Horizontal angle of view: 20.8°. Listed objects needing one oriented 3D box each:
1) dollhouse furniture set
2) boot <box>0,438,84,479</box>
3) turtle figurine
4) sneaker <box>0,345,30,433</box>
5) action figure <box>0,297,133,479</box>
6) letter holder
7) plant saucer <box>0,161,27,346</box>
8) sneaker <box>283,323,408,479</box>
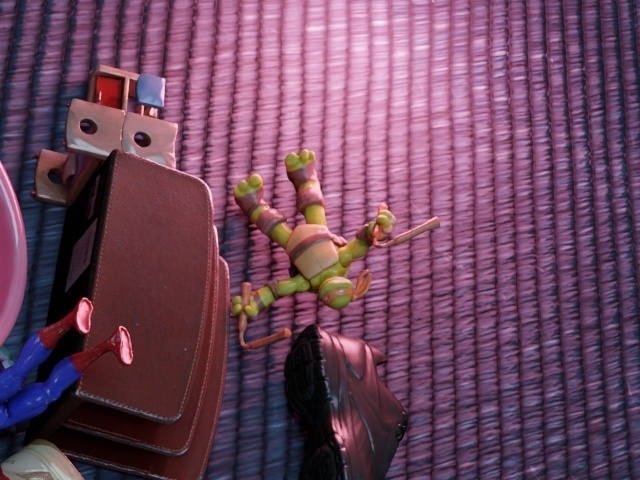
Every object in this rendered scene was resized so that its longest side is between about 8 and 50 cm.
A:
[{"bbox_3d":[-0.244,-0.140,1.989,0.129,0.129,0.183,13,58,-21],"label":"dollhouse furniture set"},{"bbox_3d":[-0.279,0.344,1.708,0.203,0.095,0.262,-31,77,-38],"label":"boot"},{"bbox_3d":[0.000,0.000,2.023,0.087,0.269,0.217,41,18,-55],"label":"turtle figurine"},{"bbox_3d":[-0.386,0.120,1.805,0.098,0.083,0.223,-25,66,-24],"label":"sneaker"},{"bbox_3d":[-0.312,0.184,1.676,0.091,0.280,0.139,42,27,-31],"label":"action figure"},{"bbox_3d":[-0.173,0.090,1.883,0.214,0.152,0.302,19,55,-20],"label":"letter holder"},{"bbox_3d":[-0.436,-0.010,1.697,0.332,0.084,0.332,29,50,-41],"label":"plant saucer"},{"bbox_3d":[0.044,0.228,1.952,0.130,0.109,0.286,10,59,-28],"label":"sneaker"}]
